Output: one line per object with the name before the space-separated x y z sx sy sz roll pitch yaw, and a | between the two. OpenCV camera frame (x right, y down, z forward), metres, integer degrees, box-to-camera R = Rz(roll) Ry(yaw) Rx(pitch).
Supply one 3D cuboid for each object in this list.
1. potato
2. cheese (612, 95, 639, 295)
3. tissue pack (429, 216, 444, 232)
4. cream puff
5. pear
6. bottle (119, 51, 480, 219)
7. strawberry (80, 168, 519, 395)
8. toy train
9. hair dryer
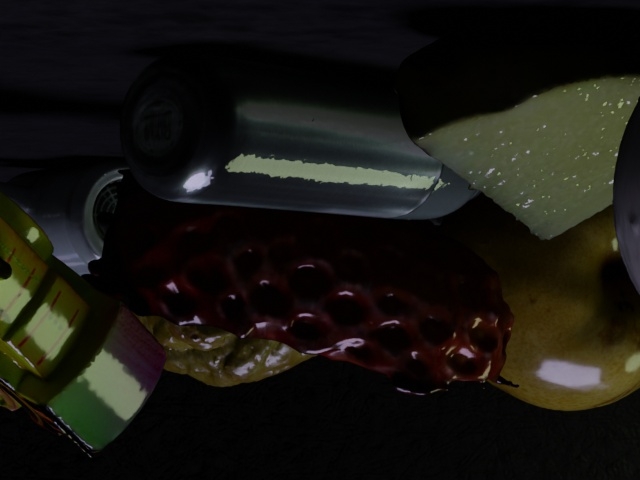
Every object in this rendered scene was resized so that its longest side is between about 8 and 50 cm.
potato | 0.111 -0.077 0.875 0.120 0.081 0.149 -32 147 19
cheese | 0.209 -0.026 0.730 0.198 0.154 0.189 -5 -165 33
tissue pack | 0.036 -0.013 1.558 0.185 0.124 0.225 -1 178 35
cream puff | -0.068 0.032 1.834 0.244 0.244 0.196 -1 147 27
pear | 0.183 0.022 1.432 0.209 0.208 0.209 0 178 0
bottle | 0.006 -0.059 1.040 0.254 0.079 0.096 4 137 -50
strawberry | -0.018 -0.004 1.282 0.253 0.150 0.280 9 -174 -31
toy train | -0.221 0.017 1.174 0.161 0.100 0.296 20 159 38
hair dryer | -0.321 -0.034 1.656 0.357 0.107 0.173 9 171 -35
